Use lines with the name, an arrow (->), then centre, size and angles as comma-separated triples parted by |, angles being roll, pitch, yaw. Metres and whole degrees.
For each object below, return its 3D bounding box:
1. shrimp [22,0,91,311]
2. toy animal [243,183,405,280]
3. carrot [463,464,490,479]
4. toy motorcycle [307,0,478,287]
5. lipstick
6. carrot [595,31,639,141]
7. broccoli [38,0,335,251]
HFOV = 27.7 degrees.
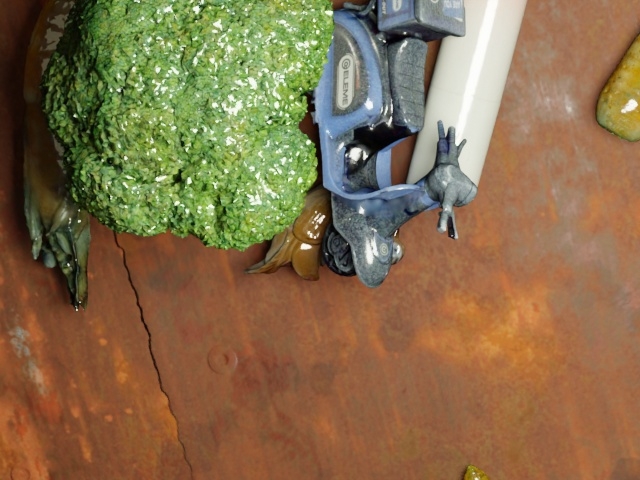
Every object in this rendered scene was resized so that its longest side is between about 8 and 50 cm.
shrimp -> -0.244, -0.118, 1.612 | 0.272, 0.085, 0.445 | 12, 102, -3
toy animal -> 0.000, 0.000, 1.600 | 0.179, 0.089, 0.188 | 44, 91, -10
carrot -> 0.231, 0.433, 1.646 | 0.066, 0.066, 0.314 | -13, 97, 11
toy motorcycle -> 0.079, -0.127, 1.481 | 0.212, 0.125, 0.358 | -10, 78, 44
lipstick -> 0.181, -0.214, 1.531 | 0.087, 0.087, 0.327 | 15, 101, 6
carrot -> 0.406, -0.257, 1.502 | 0.078, 0.078, 0.298 | 23, 98, 5
broccoli -> -0.146, -0.174, 1.428 | 0.321, 0.310, 0.413 | -13, 67, -10
